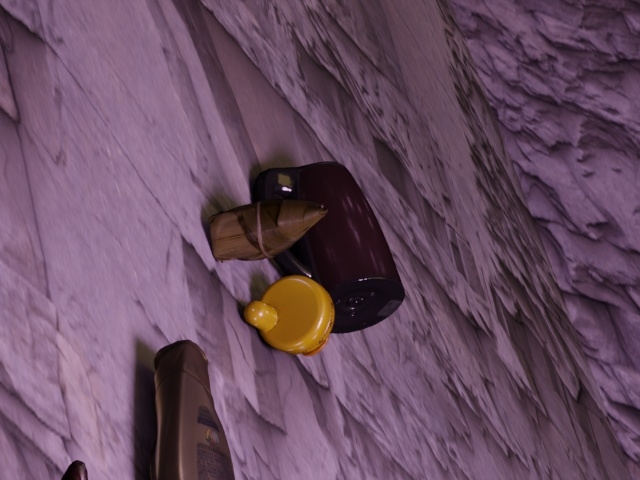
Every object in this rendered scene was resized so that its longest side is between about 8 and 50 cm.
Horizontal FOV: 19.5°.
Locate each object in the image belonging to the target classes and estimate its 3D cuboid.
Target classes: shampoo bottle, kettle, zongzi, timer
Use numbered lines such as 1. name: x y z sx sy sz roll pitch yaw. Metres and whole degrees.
1. shampoo bottle: -0.139 0.277 2.085 0.125 0.084 0.350 41 31 -51
2. kettle: 0.000 0.000 2.674 0.202 0.144 0.232 3 52 -31
3. zongzi: -0.045 -0.023 2.502 0.160 0.176 0.078 -13 87 -70
4. timer: -0.039 0.097 2.483 0.109 0.107 0.107 32 38 -60

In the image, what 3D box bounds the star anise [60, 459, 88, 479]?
1. star anise: -0.236 0.343 1.785 0.272 0.102 0.272 9 77 -44
